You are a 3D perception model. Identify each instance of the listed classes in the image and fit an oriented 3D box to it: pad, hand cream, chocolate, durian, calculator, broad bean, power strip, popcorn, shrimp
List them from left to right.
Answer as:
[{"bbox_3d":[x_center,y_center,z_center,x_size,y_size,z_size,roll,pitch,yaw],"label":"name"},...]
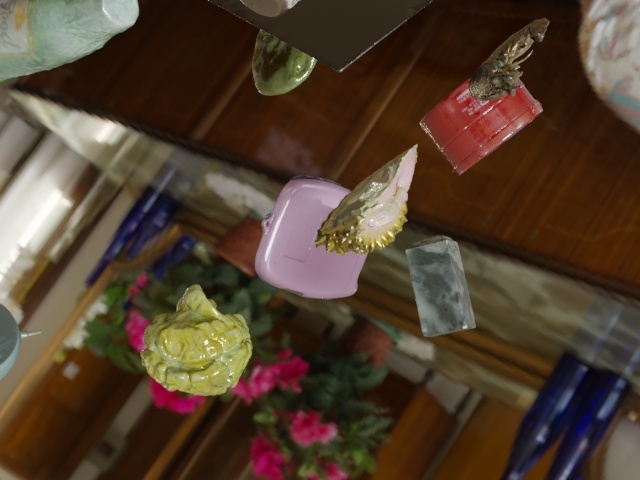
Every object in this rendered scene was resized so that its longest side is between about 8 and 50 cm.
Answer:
[{"bbox_3d":[-0.557,0.175,1.846,0.137,0.216,0.044,43,139,25],"label":"power strip"},{"bbox_3d":[-0.324,-0.260,1.373,0.291,0.110,0.110,-2,146,45],"label":"chocolate"},{"bbox_3d":[-0.154,0.139,1.430,0.135,0.141,0.162,-119,21,-47],"label":"popcorn"},{"bbox_3d":[-0.063,-0.368,2.089,0.153,0.206,0.072,2,-179,39],"label":"broad bean"},{"bbox_3d":[0.001,0.001,1.848,0.043,0.194,0.294,24,-176,37],"label":"calculator"},{"bbox_3d":[0.014,-0.345,1.492,0.367,0.247,0.007,36,160,47],"label":"pad"},{"bbox_3d":[0.085,-0.048,1.554,0.078,0.224,0.140,47,154,-8],"label":"durian"},{"bbox_3d":[0.326,-0.253,2.327,0.149,0.230,0.230,54,169,0],"label":"hand cream"},{"bbox_3d":[0.252,-0.239,1.509,0.052,0.143,0.251,39,-167,-11],"label":"shrimp"}]

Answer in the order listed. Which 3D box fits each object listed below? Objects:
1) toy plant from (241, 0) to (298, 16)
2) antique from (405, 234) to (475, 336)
[{"bbox_3d":[-0.021,-0.337,1.238,0.105,0.200,0.143,24,162,23],"label":"toy plant"},{"bbox_3d":[0.223,0.083,2.130,0.086,0.183,0.088,-14,171,18],"label":"antique"}]
